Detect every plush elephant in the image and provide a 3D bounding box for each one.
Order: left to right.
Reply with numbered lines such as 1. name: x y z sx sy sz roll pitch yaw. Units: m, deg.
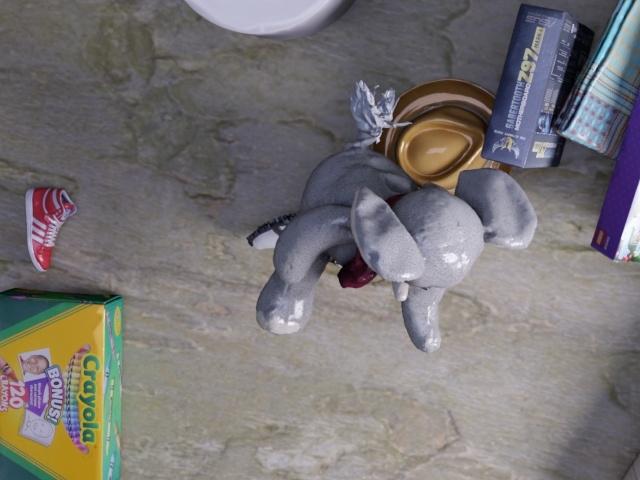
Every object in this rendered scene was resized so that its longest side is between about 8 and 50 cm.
1. plush elephant: 0.098 0.006 1.409 0.272 0.255 0.329 -9 124 -25

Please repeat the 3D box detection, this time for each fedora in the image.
1. fedora: 0.159 -0.120 1.551 0.194 0.079 0.194 1 97 9

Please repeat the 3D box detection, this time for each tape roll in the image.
1. tape roll: -0.064 -0.380 1.512 0.246 0.169 0.246 1 96 9

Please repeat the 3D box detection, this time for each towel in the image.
1. towel: 0.463 -0.250 1.436 0.272 0.040 0.370 21 101 -29

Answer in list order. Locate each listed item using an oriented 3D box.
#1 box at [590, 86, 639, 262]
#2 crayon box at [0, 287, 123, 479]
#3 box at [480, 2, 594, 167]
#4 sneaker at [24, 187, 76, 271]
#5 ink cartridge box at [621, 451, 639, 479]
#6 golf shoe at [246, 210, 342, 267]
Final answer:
1. box: 0.461 -0.110 1.442 0.201 0.057 0.293 5 110 -25
2. crayon box: -0.370 0.212 1.678 0.165 0.081 0.278 3 97 9
3. box: 0.267 -0.181 1.445 0.059 0.233 0.183 16 100 20
4. sneaker: -0.376 -0.017 1.672 0.067 0.042 0.118 -5 94 13
5. ink cartridge box: 0.534 0.273 1.517 0.198 0.115 0.272 31 101 5
6. golf shoe: 0.000 0.000 1.594 0.198 0.077 0.093 -12 95 12
